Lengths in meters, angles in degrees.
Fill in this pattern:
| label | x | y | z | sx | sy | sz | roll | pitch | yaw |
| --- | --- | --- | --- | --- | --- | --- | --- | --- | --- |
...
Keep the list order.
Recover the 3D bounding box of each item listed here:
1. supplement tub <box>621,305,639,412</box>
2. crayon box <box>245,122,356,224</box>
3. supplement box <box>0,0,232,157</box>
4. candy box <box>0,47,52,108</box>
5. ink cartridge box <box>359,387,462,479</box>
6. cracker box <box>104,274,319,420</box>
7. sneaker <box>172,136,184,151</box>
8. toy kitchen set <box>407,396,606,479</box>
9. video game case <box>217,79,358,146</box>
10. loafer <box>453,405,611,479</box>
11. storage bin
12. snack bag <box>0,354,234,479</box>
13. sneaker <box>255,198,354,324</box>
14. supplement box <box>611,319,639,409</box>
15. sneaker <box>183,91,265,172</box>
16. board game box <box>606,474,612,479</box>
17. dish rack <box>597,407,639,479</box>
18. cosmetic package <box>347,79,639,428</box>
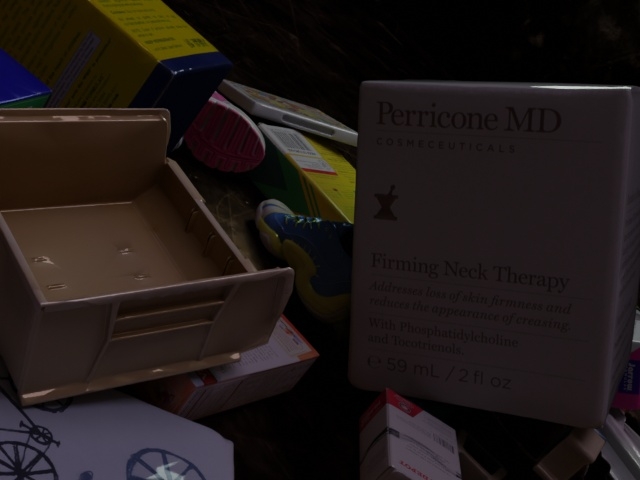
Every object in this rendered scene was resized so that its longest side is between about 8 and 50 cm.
| label | x | y | z | sx | sy | sz | roll | pitch | yaw |
| --- | --- | --- | --- | --- | --- | --- | --- | --- | --- |
| supplement tub | 0.470 | 0.149 | 1.722 | 0.193 | 0.193 | 0.316 | 26 | 25 | -31 |
| crayon box | 0.027 | -0.049 | 1.552 | 0.318 | 0.081 | 0.202 | 48 | 23 | 23 |
| supplement box | -0.329 | -0.264 | 1.248 | 0.356 | 0.195 | 0.194 | 42 | 22 | 4 |
| candy box | -0.464 | -0.167 | 0.946 | 0.268 | 0.122 | 0.317 | 39 | 23 | 3 |
| ink cartridge box | 0.103 | 0.257 | 1.104 | 0.109 | 0.063 | 0.150 | 34 | 23 | -13 |
| cracker box | -0.125 | 0.105 | 1.033 | 0.156 | 0.067 | 0.232 | 47 | 22 | 21 |
| sneaker | -0.258 | -0.173 | 1.381 | 0.135 | 0.052 | 0.058 | 33 | 27 | -14 |
| toy kitchen set | 0.228 | 0.231 | 1.215 | 0.207 | 0.166 | 0.122 | 44 | 22 | 11 |
| video game case | -0.058 | -0.228 | 1.698 | 0.206 | 0.026 | 0.227 | 14 | 13 | -25 |
| loafer | 0.322 | 0.302 | 1.275 | 0.133 | 0.130 | 0.366 | 5 | 40 | -55 |
| storage bin | -0.196 | -0.002 | 0.899 | 0.260 | 0.123 | 0.262 | -7 | 44 | -38 |
| snack bag | -0.213 | 0.208 | 0.737 | 0.342 | 0.037 | 0.323 | 28 | 24 | -19 |
| sneaker | 0.000 | 0.000 | 1.352 | 0.091 | 0.126 | 0.240 | 13 | 34 | -48 |
| supplement box | 0.389 | 0.181 | 1.494 | 0.220 | 0.111 | 0.114 | 3 | 13 | 19 |
| sneaker | -0.188 | -0.205 | 1.482 | 0.252 | 0.103 | 0.111 | 36 | 24 | -9 |
| board game box | 0.401 | 0.370 | 1.382 | 0.146 | 0.045 | 0.193 | 9 | 37 | -52 |
| dish rack | 0.513 | 0.379 | 1.409 | 0.285 | 0.072 | 0.333 | 40 | 11 | -26 |
| cosmetic package | 0.247 | -0.011 | 1.269 | 0.329 | 0.394 | 0.327 | 6 | 11 | 23 |
